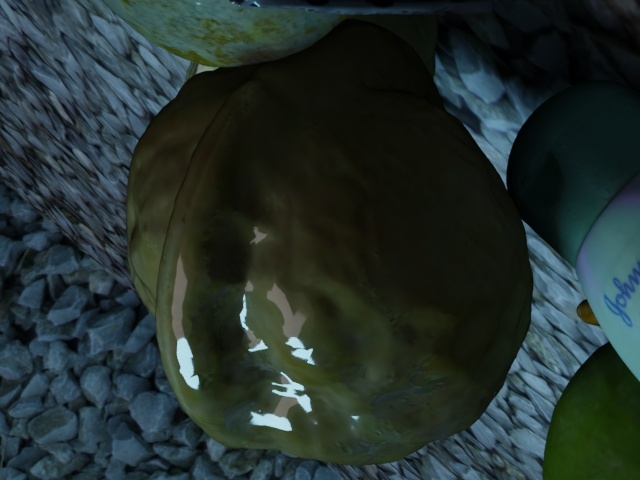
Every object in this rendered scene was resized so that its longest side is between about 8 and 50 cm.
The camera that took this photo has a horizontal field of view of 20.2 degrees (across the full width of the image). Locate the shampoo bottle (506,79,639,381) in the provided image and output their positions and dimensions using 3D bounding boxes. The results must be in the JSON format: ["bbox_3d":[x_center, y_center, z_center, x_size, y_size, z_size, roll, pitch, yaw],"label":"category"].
[{"bbox_3d":[0.294,0.010,1.443,0.349,0.151,0.222,47,131,25],"label":"shampoo bottle"}]

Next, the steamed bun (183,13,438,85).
[{"bbox_3d":[-0.009,-0.172,1.706,0.232,0.166,0.273,18,126,-2],"label":"steamed bun"}]

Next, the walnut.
[{"bbox_3d":[0.009,0.010,1.503,0.383,0.383,0.383,42,164,15],"label":"walnut"}]

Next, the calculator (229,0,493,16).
[{"bbox_3d":[0.070,-0.217,1.251,0.166,0.274,0.028,-50,57,42],"label":"calculator"}]

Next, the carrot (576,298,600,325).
[{"bbox_3d":[0.311,0.068,1.800,0.043,0.043,0.248,48,166,-6],"label":"carrot"}]

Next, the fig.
[{"bbox_3d":[0.350,0.210,1.634,0.316,0.316,0.316,42,164,15],"label":"fig"}]

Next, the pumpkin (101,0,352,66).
[{"bbox_3d":[-0.050,-0.292,1.365,0.332,0.332,0.199,34,174,36],"label":"pumpkin"}]
